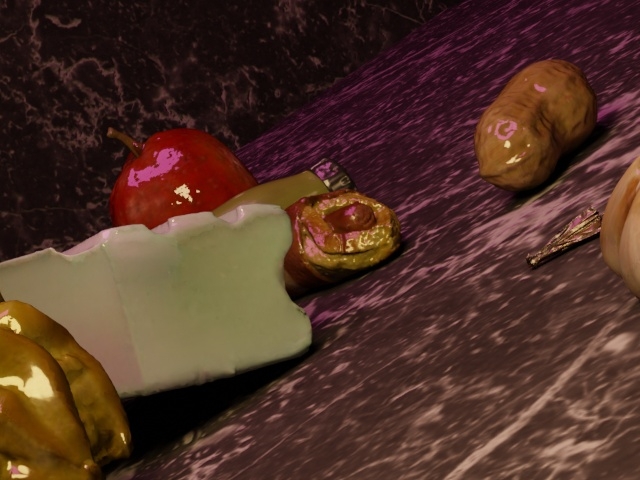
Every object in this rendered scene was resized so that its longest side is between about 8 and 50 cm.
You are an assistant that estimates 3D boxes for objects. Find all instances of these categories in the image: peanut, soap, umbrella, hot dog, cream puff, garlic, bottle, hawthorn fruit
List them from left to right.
[{"bbox_3d":[-0.282,0.153,1.478,0.257,0.291,0.324,-8,-8,8],"label":"cream puff"},{"bbox_3d":[-0.223,0.086,1.773,0.261,0.156,0.446,-12,-2,-29],"label":"soap"},{"bbox_3d":[-0.176,-0.049,2.258,0.205,0.253,0.205,-33,11,7],"label":"hawthorn fruit"},{"bbox_3d":[-0.075,-0.003,2.119,0.260,0.112,0.112,-34,9,-14],"label":"bottle"},{"bbox_3d":[-0.004,-0.003,1.927,0.123,0.093,0.261,-38,10,-39],"label":"hot dog"},{"bbox_3d":[0.216,-0.117,1.795,0.108,0.095,0.226,-22,13,36],"label":"peanut"},{"bbox_3d":[0.201,-0.002,1.452,0.083,0.020,0.031,-30,48,10],"label":"umbrella"},{"bbox_3d":[0.237,-0.012,1.162,0.124,0.099,0.174,-51,5,-3],"label":"garlic"}]
